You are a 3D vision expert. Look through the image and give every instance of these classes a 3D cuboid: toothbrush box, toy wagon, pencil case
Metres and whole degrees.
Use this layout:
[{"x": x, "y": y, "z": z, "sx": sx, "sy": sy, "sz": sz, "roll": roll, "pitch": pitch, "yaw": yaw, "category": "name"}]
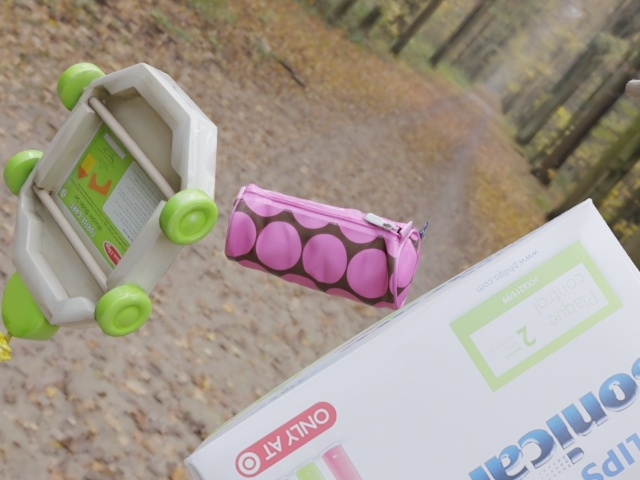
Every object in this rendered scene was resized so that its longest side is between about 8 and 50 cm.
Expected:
[{"x": 0.051, "y": 0.102, "z": 0.558, "sx": 0.122, "sy": 0.206, "sz": 0.283, "roll": 58, "pitch": -7, "yaw": 4, "category": "toothbrush box"}, {"x": -0.245, "y": -0.016, "z": 1.091, "sx": 0.068, "sy": 0.344, "sz": 0.267, "roll": 18, "pitch": 23, "yaw": -50, "category": "toy wagon"}, {"x": 0.000, "y": 0.000, "z": 1.077, "sx": 0.209, "sy": 0.095, "sz": 0.098, "roll": 13, "pitch": -39, "yaw": 20, "category": "pencil case"}]

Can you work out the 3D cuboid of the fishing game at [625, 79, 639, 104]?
[{"x": 0.159, "y": -0.156, "z": 0.313, "sx": 0.189, "sy": 0.041, "sz": 0.264, "roll": 10, "pitch": -54, "yaw": 44, "category": "fishing game"}]
